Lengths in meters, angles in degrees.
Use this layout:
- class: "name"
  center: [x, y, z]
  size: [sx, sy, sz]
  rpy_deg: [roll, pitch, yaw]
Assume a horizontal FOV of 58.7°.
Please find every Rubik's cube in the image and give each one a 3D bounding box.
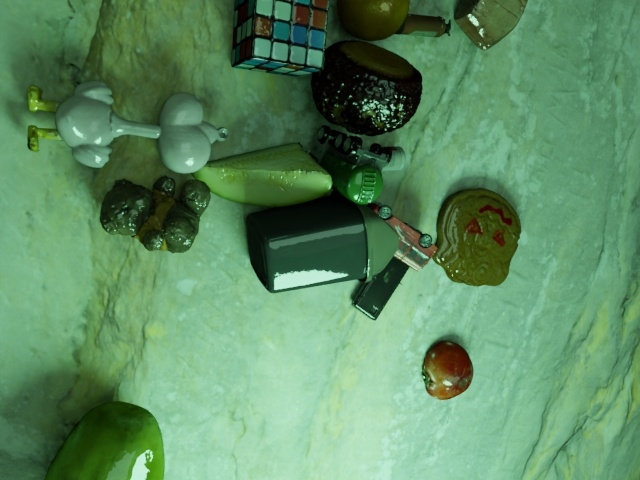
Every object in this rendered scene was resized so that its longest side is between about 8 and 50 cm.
- class: "Rubik's cube"
  center: [-0.084, -0.420, 1.139]
  size: [0.154, 0.151, 0.155]
  rpy_deg: [2, 97, -24]

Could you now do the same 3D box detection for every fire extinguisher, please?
- class: "fire extinguisher"
  center: [0.240, -0.507, 1.336]
  size: [0.177, 0.050, 0.062]
  rpy_deg: [-6, 62, -26]

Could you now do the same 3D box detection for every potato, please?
- class: "potato"
  center: [-0.417, 0.466, 1.097]
  size: [0.215, 0.215, 0.305]
  rpy_deg: [21, 79, -26]

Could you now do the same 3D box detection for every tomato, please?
- class: "tomato"
  center: [0.344, 0.350, 1.498]
  size: [0.138, 0.091, 0.159]
  rpy_deg: [-11, 101, -25]

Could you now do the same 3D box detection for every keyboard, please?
- class: "keyboard"
  center: [0.167, 0.085, 1.407]
  size: [0.093, 0.025, 0.230]
  rpy_deg: [38, 81, -23]

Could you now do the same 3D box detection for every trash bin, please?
- class: "trash bin"
  center: [0.000, 0.000, 1.215]
  size: [0.290, 0.209, 0.183]
  rpy_deg: [-11, 115, -18]

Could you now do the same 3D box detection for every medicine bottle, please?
- class: "medicine bottle"
  center: [0.148, -0.190, 1.335]
  size: [0.091, 0.058, 0.058]
  rpy_deg: [-7, 101, -24]

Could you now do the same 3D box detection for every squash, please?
- class: "squash"
  center: [-0.125, -0.112, 1.175]
  size: [0.252, 0.169, 0.093]
  rpy_deg: [-16, 127, -22]

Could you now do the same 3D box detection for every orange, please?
- class: "orange"
  center: [0.114, -0.503, 1.226]
  size: [0.159, 0.158, 0.136]
  rpy_deg: [-64, 160, -4]

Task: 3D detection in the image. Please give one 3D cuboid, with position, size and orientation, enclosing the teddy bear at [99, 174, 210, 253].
- class: "teddy bear"
  center: [-0.326, -0.048, 1.105]
  size: [0.190, 0.140, 0.177]
  rpy_deg: [20, 47, -18]

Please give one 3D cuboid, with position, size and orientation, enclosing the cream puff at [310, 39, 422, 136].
- class: "cream puff"
  center: [0.094, -0.318, 1.207]
  size: [0.238, 0.239, 0.165]
  rpy_deg: [1, 129, -25]

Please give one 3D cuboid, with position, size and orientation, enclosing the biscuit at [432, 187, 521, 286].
- class: "biscuit"
  center: [0.416, -0.005, 1.500]
  size: [0.272, 0.049, 0.258]
  rpy_deg: [17, 91, -25]

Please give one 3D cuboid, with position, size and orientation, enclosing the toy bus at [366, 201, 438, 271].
- class: "toy bus"
  center: [0.179, -0.013, 1.354]
  size: [0.195, 0.081, 0.089]
  rpy_deg: [34, 92, -14]

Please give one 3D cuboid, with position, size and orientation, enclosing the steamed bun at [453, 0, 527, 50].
- class: "steamed bun"
  center: [0.413, -0.564, 1.380]
  size: [0.144, 0.106, 0.175]
  rpy_deg: [33, 98, -31]

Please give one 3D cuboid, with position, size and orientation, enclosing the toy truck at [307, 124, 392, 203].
- class: "toy truck"
  center: [0.056, -0.161, 1.197]
  size: [0.101, 0.242, 0.125]
  rpy_deg: [12, 105, -26]

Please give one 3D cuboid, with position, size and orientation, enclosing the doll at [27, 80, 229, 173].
- class: "doll"
  center: [-0.351, -0.213, 1.078]
  size: [0.365, 0.094, 0.160]
  rpy_deg: [1, 89, -27]
